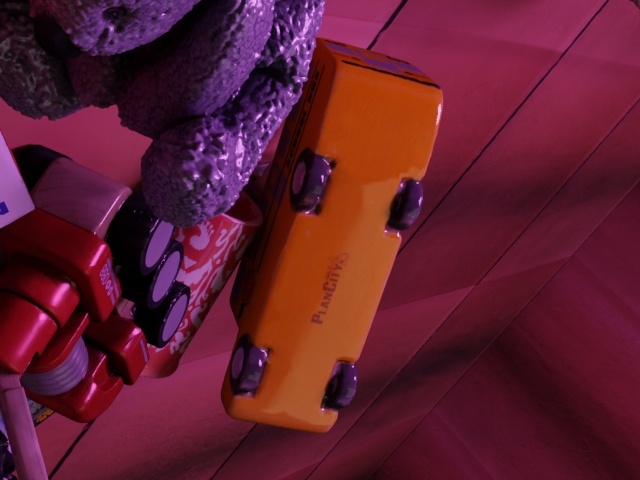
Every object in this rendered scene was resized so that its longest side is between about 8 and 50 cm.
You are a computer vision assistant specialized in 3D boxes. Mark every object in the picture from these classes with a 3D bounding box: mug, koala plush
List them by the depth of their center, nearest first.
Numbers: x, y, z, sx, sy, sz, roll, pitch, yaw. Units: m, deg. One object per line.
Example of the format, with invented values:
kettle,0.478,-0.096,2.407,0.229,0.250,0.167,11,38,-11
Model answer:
koala plush,-0.099,-0.154,0.678,0.203,0.196,0.221,-53,162,-8
mug,-0.134,0.016,1.106,0.169,0.113,0.150,-55,-167,19

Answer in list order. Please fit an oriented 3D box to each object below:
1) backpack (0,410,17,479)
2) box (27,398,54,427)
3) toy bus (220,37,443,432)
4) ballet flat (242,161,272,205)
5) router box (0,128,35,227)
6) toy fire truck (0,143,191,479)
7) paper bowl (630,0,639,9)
backpack,-0.305,0.145,0.965,0.152,0.115,0.182,-10,155,2
box,-0.292,0.158,1.175,0.137,0.027,0.094,-37,159,-16
toy bus,0.000,0.000,1.090,0.108,0.130,0.332,12,109,-20
ballet flat,-0.010,-0.061,1.210,0.213,0.072,0.068,-22,148,-46
router box,-0.320,-0.025,0.556,0.335,0.082,0.301,-31,162,-13
toy fire truck,-0.191,0.092,0.904,0.246,0.158,0.217,-61,169,-25
paper bowl,0.365,-0.370,1.182,0.284,0.148,0.284,-38,161,-15
